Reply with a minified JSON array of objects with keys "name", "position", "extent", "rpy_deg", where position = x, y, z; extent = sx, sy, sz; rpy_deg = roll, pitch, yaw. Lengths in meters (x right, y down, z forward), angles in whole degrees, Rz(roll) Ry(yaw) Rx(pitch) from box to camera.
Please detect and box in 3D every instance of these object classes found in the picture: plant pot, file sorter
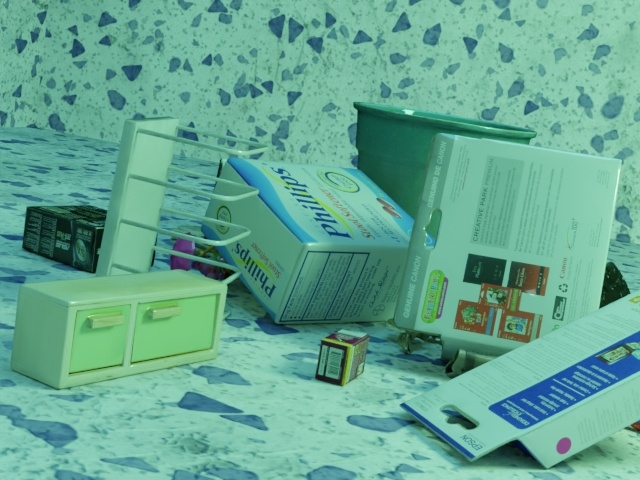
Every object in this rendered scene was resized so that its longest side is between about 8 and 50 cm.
[{"name":"plant pot","position":[0.202,-0.065,2.055],"extent":[0.341,0.334,0.341],"rpy_deg":[9,8,-1]},{"name":"file sorter","position":[-0.198,-0.022,1.605],"extent":[0.173,0.278,0.193],"rpy_deg":[15,10,9]}]

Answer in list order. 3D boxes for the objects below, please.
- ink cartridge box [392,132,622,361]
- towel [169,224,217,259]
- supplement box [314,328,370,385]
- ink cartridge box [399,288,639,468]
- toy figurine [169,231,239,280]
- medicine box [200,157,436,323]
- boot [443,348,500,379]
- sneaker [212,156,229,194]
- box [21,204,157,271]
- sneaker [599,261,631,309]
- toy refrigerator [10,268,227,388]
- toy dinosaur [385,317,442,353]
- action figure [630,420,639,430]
[{"name":"ink cartridge box","position":[0.265,0.023,1.585],"extent":[0.271,0.310,0.130],"rpy_deg":[11,-18,10]},{"name":"towel","position":[-0.138,0.013,2.149],"extent":[0.187,0.049,0.282],"rpy_deg":[19,12,41]},{"name":"supplement box","position":[0.029,0.150,1.437],"extent":[0.043,0.055,0.083],"rpy_deg":[12,9,19]},{"name":"ink cartridge box","position":[0.294,0.168,1.305],"extent":[0.370,0.069,0.175],"rpy_deg":[-20,19,-18]},{"name":"toy figurine","position":[-0.179,0.033,1.892],"extent":[0.173,0.130,0.159],"rpy_deg":[39,36,21]},{"name":"medicine box","position":[0.000,0.000,1.799],"extent":[0.289,0.149,0.263],"rpy_deg":[3,31,-39]},{"name":"boot","position":[0.215,0.162,1.431],"extent":[0.087,0.118,0.042],"rpy_deg":[25,46,-8]},{"name":"sneaker","position":[-0.128,-0.080,2.177],"extent":[0.147,0.130,0.330],"rpy_deg":[14,-1,0]},{"name":"box","position":[-0.395,-0.006,1.908],"extent":[0.180,0.078,0.147],"rpy_deg":[15,11,34]},{"name":"sneaker","position":[0.456,0.116,1.971],"extent":[0.124,0.107,0.283],"rpy_deg":[-30,-13,27]},{"name":"toy refrigerator","position":[-0.232,0.101,1.335],"extent":[0.094,0.102,0.269],"rpy_deg":[15,10,34]},{"name":"toy dinosaur","position":[0.146,0.128,1.695],"extent":[0.092,0.053,0.183],"rpy_deg":[7,9,-3]},{"name":"action figure","position":[0.461,0.204,1.413],"extent":[0.280,0.092,0.139],"rpy_deg":[7,11,-23]}]
